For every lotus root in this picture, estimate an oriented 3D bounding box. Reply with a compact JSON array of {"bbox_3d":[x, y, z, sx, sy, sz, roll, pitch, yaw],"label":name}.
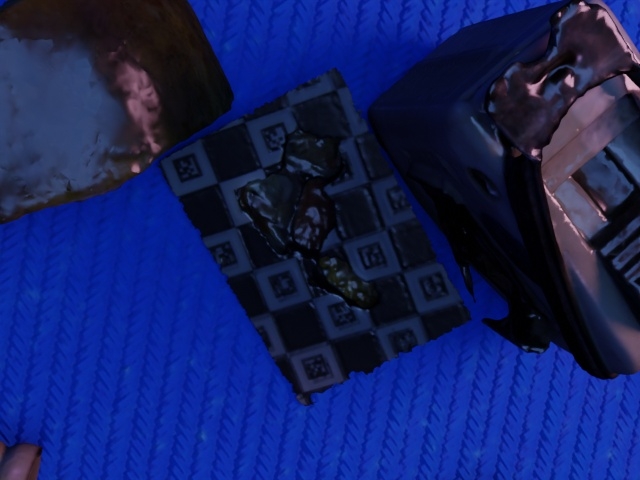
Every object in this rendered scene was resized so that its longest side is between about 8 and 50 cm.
[{"bbox_3d":[-0.167,-0.086,0.610,0.235,0.138,0.119,-27,110,-14],"label":"lotus root"}]

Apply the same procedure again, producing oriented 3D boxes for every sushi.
[{"bbox_3d":[0.000,0.000,0.693,0.139,0.031,0.201,-26,103,13],"label":"sushi"}]

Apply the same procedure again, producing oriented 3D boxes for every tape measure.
[{"bbox_3d":[0.142,-0.014,0.599,0.133,0.271,0.231,-41,100,-5],"label":"tape measure"}]

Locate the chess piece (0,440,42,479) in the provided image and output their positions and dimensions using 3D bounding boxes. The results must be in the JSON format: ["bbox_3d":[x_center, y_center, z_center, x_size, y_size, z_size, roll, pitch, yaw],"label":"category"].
[{"bbox_3d":[-0.266,0.150,0.632,0.170,0.094,0.094,17,92,-5],"label":"chess piece"}]
